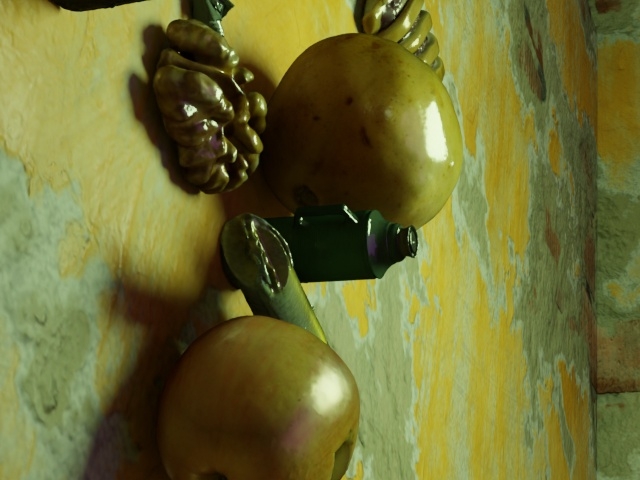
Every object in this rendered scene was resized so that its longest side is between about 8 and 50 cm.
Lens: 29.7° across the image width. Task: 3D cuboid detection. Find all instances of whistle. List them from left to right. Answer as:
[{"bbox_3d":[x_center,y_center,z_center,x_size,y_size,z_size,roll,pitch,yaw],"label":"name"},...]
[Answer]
[{"bbox_3d":[-0.035,0.067,1.157,0.326,0.057,0.068,72,-3,-66],"label":"whistle"}]

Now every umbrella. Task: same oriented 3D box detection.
[{"bbox_3d":[-0.120,-0.267,1.153,0.044,0.044,0.269,-114,-176,-62],"label":"umbrella"}]

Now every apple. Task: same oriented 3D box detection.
[{"bbox_3d":[-0.053,0.160,1.033,0.199,0.199,0.199,-6,90,-68],"label":"apple"}]

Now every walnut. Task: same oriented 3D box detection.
[{"bbox_3d":[-0.097,-0.123,1.134,0.170,0.069,0.142,59,31,-52],"label":"walnut"}]

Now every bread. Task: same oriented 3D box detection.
[{"bbox_3d":[0.121,-0.273,1.701,0.134,0.081,0.225,-65,144,-50],"label":"bread"}]

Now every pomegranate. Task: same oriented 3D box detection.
[{"bbox_3d":[0.040,-0.107,1.285,0.233,0.233,0.233,-6,90,-68],"label":"pomegranate"}]

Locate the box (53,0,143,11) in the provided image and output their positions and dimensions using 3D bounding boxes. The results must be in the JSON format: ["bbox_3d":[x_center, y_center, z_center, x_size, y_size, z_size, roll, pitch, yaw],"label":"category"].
[{"bbox_3d":[-0.109,-0.278,0.862,0.184,0.273,0.143,34,54,-63],"label":"box"}]

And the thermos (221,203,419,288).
[{"bbox_3d":[0.002,0.002,1.184,0.073,0.188,0.083,-33,117,-67],"label":"thermos"}]
